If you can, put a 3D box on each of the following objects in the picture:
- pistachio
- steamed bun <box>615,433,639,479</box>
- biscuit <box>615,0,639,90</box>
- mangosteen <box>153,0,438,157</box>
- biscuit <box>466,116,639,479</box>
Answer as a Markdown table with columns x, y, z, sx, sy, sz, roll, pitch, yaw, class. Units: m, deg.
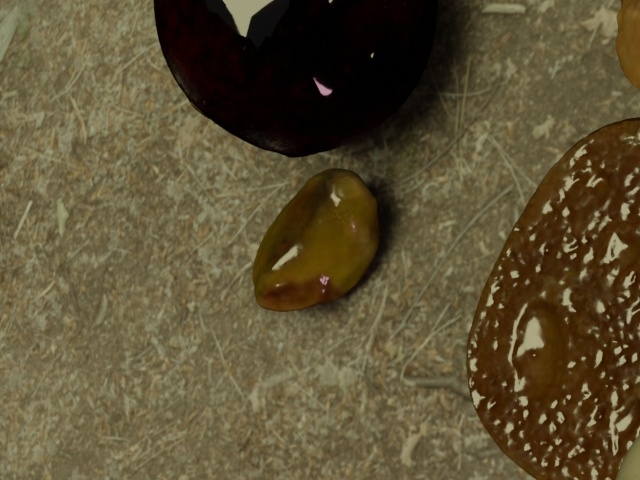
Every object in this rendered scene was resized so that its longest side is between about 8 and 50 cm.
| x | y | z | sx | sy | sz | roll | pitch | yaw | class |
| --- | --- | --- | --- | --- | --- | --- | --- | --- | --- |
| -0.002 | -0.001 | 1.992 | 0.189 | 0.100 | 0.110 | -57 | 31 | 25 | pistachio |
| 0.393 | 0.237 | 1.488 | 0.324 | 0.324 | 0.206 | 39 | 128 | 36 | steamed bun |
| 0.407 | -0.269 | 1.608 | 0.385 | 0.062 | 0.365 | -9 | 67 | 50 | biscuit |
| -0.039 | -0.230 | 1.959 | 0.347 | 0.306 | 0.307 | 139 | 127 | -62 | mangosteen |
| 0.299 | 0.071 | 1.761 | 0.314 | 0.063 | 0.367 | 35 | 102 | 35 | biscuit |
